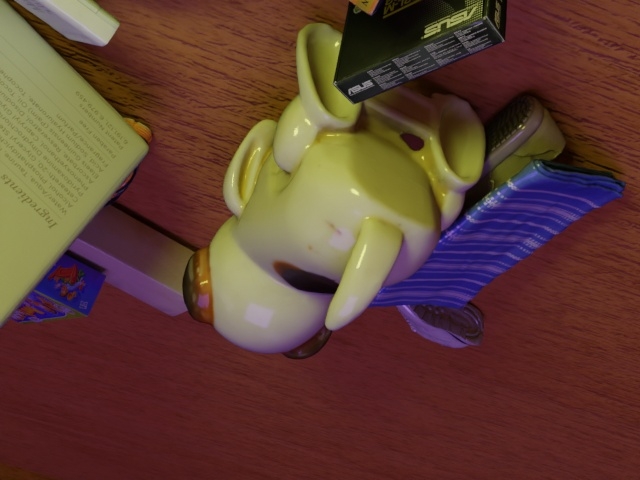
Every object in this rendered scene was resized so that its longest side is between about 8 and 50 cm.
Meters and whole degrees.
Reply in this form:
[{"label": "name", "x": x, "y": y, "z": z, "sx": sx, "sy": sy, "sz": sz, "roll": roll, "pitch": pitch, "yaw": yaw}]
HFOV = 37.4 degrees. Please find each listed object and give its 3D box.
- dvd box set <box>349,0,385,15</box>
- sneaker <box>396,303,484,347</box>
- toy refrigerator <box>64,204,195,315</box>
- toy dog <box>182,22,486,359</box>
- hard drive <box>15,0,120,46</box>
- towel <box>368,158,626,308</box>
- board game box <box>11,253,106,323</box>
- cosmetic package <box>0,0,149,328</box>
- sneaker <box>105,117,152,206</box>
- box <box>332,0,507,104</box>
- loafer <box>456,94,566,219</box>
[{"label": "dvd box set", "x": -0.056, "y": -0.426, "z": 0.799, "sx": 0.420, "sy": 0.062, "sz": 0.307, "roll": 36, "pitch": 143, "yaw": 3}, {"label": "sneaker", "x": 0.177, "y": 0.122, "z": 1.619, "sx": 0.235, "sy": 0.090, "sz": 0.095, "roll": 38, "pitch": 147, "yaw": -30}, {"label": "toy refrigerator", "x": -0.324, "y": 0.022, "z": 1.608, "sx": 0.269, "sy": 0.094, "sz": 0.102, "roll": 32, "pitch": 147, "yaw": -26}, {"label": "toy dog", "x": 0.000, "y": 0.000, "z": 1.246, "sx": 0.285, "sy": 0.395, "sz": 0.408, "roll": 16, "pitch": 140, "yaw": -28}, {"label": "hard drive", "x": -0.387, "y": -0.331, "z": 1.077, "sx": 0.307, "sy": 0.040, "sz": 0.203, "roll": 35, "pitch": 176, "yaw": -30}, {"label": "towel", "x": 0.241, "y": 0.005, "z": 1.316, "sx": 0.243, "sy": 0.040, "sz": 0.336, "roll": 3, "pitch": 143, "yaw": -48}, {"label": "board game box", "x": -0.550, "y": 0.056, "z": 1.642, "sx": 0.233, "sy": 0.078, "sz": 0.347, "roll": 32, "pitch": 157, "yaw": -27}, {"label": "cosmetic package", "x": -0.504, "y": -0.060, "z": 1.217, "sx": 0.329, "sy": 0.393, "sz": 0.327, "roll": -27, "pitch": 114, "yaw": 41}, {"label": "sneaker", "x": -0.325, "y": -0.101, "z": 1.440, "sx": 0.084, "sy": 0.083, "sz": 0.215, "roll": 21, "pitch": 145, "yaw": -16}, {"label": "box", "x": 0.110, "y": -0.253, "z": 1.016, "sx": 0.191, "sy": 0.184, "sz": 0.045, "roll": -17, "pitch": 135, "yaw": 35}, {"label": "loafer", "x": 0.228, "y": -0.087, "z": 1.290, "sx": 0.092, "sy": 0.102, "sz": 0.268, "roll": 30, "pitch": 141, "yaw": -16}]
